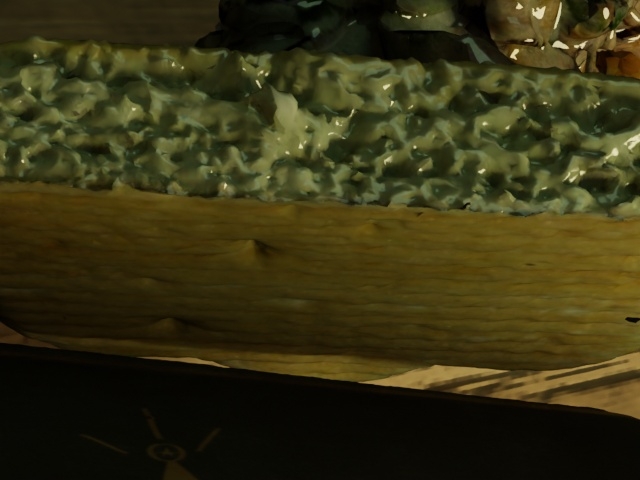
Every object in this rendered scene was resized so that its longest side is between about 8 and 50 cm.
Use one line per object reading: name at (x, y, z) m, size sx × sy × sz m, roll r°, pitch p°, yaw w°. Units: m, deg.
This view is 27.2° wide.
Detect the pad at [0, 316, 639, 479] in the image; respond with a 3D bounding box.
pad at (-0.018, 0.074, 0.309) m, size 0.375 × 0.063 × 0.315 m, roll 7°, pitch 21°, yaw -12°

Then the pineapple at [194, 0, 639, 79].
pineapple at (0.074, -0.104, 0.544) m, size 0.271 × 0.262 × 0.262 m, roll -34°, pitch 82°, yaw -28°

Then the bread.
bread at (0.000, 0.000, 0.431) m, size 0.286 × 0.207 × 0.056 m, roll 5°, pitch 71°, yaw -6°
